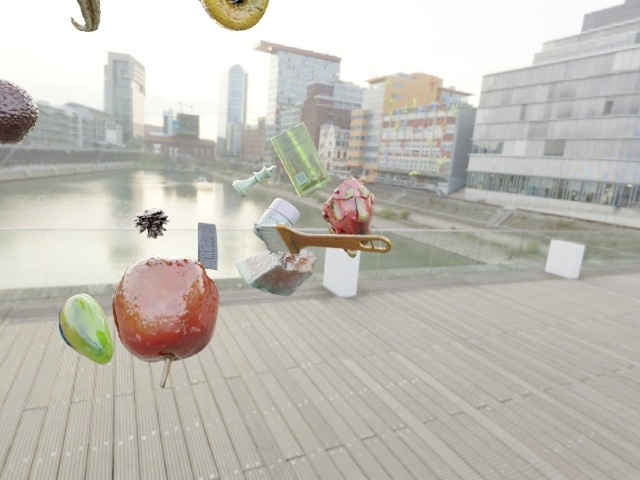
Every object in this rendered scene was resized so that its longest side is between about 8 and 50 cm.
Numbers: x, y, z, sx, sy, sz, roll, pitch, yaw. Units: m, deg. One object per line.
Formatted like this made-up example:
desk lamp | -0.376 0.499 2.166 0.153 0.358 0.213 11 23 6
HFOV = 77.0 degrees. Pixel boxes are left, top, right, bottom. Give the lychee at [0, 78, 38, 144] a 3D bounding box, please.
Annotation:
lychee | -0.935 -0.380 1.181 0.194 0.194 0.194 5 11 -1

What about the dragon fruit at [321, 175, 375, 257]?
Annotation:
dragon fruit | 0.074 -0.058 1.022 0.133 0.207 0.150 -11 11 -40

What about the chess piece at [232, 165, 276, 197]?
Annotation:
chess piece | -0.205 -0.199 1.293 0.149 0.059 0.059 -32 9 6

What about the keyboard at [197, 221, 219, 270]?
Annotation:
keyboard | -0.464 0.019 1.660 0.087 0.017 0.250 7 46 -24

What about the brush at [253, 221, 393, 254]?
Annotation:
brush | 0.000 0.000 0.829 0.314 0.090 0.017 3 47 32

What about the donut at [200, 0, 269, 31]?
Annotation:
donut | -0.278 -0.822 1.324 0.253 0.253 0.118 0 31 -22

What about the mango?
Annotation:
mango | -0.674 0.259 1.159 0.111 0.125 0.233 -17 63 -50

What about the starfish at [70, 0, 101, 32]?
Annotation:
starfish | -0.931 -0.959 1.437 0.324 0.082 0.432 -35 -18 10

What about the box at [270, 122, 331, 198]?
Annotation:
box | -0.089 -0.375 1.901 0.173 0.311 0.043 -31 16 -11

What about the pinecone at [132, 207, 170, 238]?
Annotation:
pinecone | -0.667 -0.068 1.602 0.140 0.121 0.140 -3 22 1

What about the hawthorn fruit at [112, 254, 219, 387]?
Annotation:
hawthorn fruit | -0.395 0.206 1.033 0.287 0.330 0.287 -8 -29 -4

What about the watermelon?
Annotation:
watermelon | -0.191 0.141 1.722 0.302 0.151 0.264 -27 -34 28

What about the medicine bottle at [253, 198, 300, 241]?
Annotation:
medicine bottle | -0.178 -0.071 1.638 0.135 0.168 0.135 30 -17 11
